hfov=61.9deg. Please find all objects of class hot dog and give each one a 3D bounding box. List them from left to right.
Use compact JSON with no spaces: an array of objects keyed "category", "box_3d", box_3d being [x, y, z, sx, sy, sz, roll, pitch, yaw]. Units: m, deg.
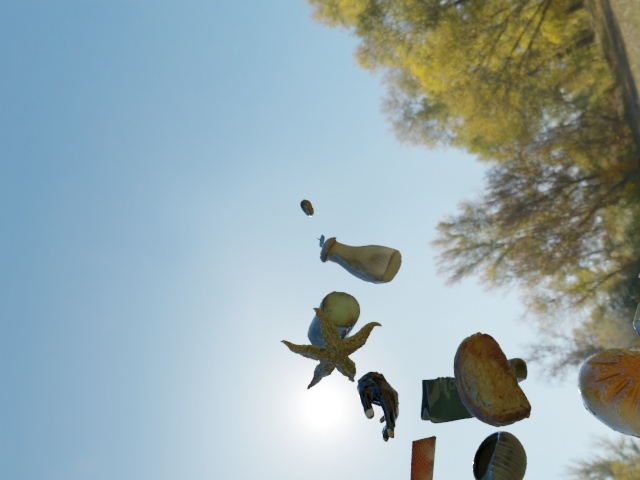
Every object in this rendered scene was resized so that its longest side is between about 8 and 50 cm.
[{"category":"hot dog","box_3d":[0.465,0.388,1.479,0.114,0.175,0.259,100,158,-52]}]

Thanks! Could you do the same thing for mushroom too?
[{"category":"mushroom","box_3d":[0.111,0.054,1.478,0.093,0.225,0.116,-60,-20,-67]}]

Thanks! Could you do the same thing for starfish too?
[{"category":"starfish","box_3d":[0.027,0.389,1.811,0.357,0.347,0.078,5,-152,-26]}]

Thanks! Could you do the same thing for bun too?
[{"category":"bun","box_3d":[0.915,0.418,1.550,0.299,0.298,0.165,-60,-25,-52]}]

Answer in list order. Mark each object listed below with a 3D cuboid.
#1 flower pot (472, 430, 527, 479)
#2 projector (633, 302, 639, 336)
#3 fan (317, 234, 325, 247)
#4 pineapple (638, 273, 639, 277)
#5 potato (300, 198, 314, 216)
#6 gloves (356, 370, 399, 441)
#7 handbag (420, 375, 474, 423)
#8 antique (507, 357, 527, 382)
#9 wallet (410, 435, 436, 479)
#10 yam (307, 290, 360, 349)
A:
[{"category":"flower pot","box_3d":[0.674,0.838,2.002,0.157,0.189,0.243,41,-119,-3]},{"category":"projector","box_3d":[0.827,0.156,1.193,0.250,0.198,0.108,-10,-112,-54]},{"category":"fan","box_3d":[0.000,0.000,2.252,0.004,0.083,0.056,11,-84,-22]},{"category":"pineapple","box_3d":[1.126,0.081,1.749,0.074,0.159,0.074,37,-164,-13]},{"category":"potato","box_3d":[-0.052,-0.126,2.086,0.040,0.051,0.083,-43,-46,-19]},{"category":"gloves","box_3d":[0.247,0.684,2.222,0.197,0.152,0.301,16,-136,-33]},{"category":"handbag","box_3d":[0.434,0.520,1.764,0.221,0.057,0.144,3,-99,-24]},{"category":"antique","box_3d":[0.715,0.517,2.070,0.080,0.221,0.081,3,-119,-10]},{"category":"wallet","box_3d":[0.357,0.787,1.872,0.103,0.020,0.197,-1,-81,-27]},{"category":"yam","box_3d":[0.048,0.324,2.076,0.161,0.268,0.161,10,-130,-12]}]
